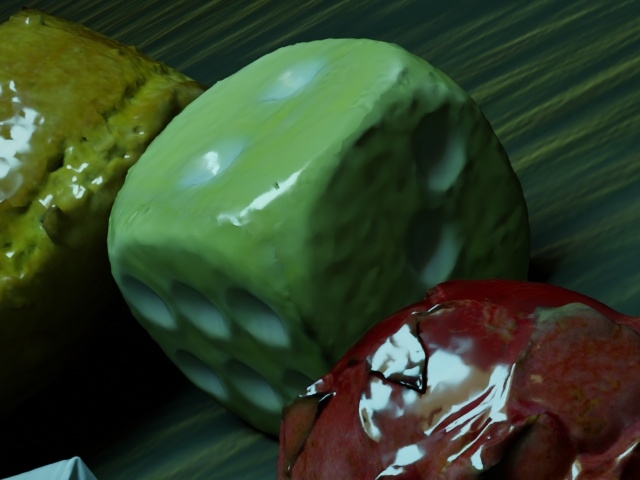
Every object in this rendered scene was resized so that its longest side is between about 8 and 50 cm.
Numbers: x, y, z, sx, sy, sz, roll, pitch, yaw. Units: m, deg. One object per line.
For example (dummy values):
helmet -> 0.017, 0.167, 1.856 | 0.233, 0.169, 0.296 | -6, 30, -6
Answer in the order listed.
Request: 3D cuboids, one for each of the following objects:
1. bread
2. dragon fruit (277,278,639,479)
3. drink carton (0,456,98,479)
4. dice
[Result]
bread -> -0.189, -0.012, 1.005 | 0.312, 0.172, 0.312 | -49, -3, -4
dragon fruit -> 0.073, 0.098, 0.617 | 0.172, 0.172, 0.209 | -46, 33, -22
drink carton -> -0.179, 0.224, 0.766 | 0.134, 0.102, 0.222 | -21, 30, 28
dice -> 0.000, 0.000, 0.859 | 0.169, 0.166, 0.169 | 3, 45, 50
